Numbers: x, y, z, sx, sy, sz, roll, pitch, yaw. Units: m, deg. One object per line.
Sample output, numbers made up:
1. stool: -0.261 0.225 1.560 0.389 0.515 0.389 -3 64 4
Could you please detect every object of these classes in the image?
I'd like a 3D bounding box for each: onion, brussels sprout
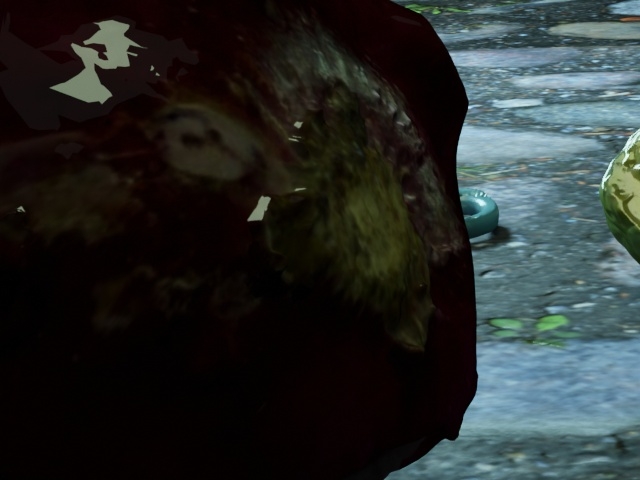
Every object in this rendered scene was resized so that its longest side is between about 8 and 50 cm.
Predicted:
1. onion: -0.131 0.003 0.972 0.398 0.398 0.420 -20 -7 -47
2. brussels sprout: 0.295 -0.020 1.322 0.149 0.122 0.151 -4 49 19

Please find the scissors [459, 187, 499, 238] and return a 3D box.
1. scissors: 0.000 -0.001 1.487 0.180 0.032 0.393 8 19 41
